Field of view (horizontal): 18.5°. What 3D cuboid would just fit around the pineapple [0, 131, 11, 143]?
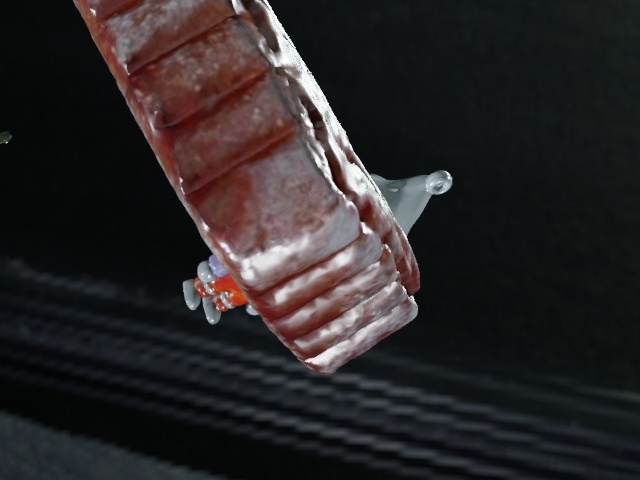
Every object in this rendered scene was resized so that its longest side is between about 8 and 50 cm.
[{"bbox_3d":[-0.296,-0.105,1.128,0.340,0.169,0.169,45,-130,-8],"label":"pineapple"}]

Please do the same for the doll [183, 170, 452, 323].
[{"bbox_3d":[0.000,0.000,1.516,0.227,0.102,0.075,-25,-121,15],"label":"doll"}]

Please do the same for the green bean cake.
[{"bbox_3d":[-0.022,-0.032,0.655,0.056,0.135,0.135,-33,-113,1],"label":"green bean cake"}]
